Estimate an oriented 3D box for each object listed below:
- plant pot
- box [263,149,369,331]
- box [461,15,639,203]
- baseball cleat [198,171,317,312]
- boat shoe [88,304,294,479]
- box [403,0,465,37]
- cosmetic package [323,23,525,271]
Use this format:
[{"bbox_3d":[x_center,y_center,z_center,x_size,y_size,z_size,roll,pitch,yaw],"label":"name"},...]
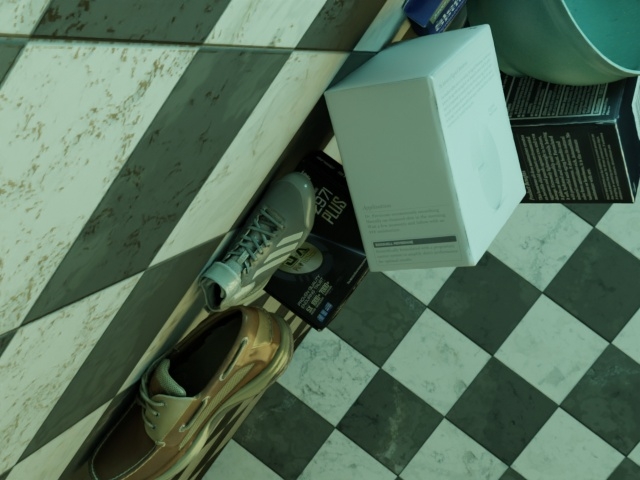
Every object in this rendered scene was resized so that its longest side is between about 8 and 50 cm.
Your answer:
[{"bbox_3d":[0.331,-0.340,1.643,0.196,0.293,0.293,-21,-159,47],"label":"plant pot"},{"bbox_3d":[0.000,0.000,1.507,0.180,0.147,0.077,-54,174,21],"label":"box"},{"bbox_3d":[0.354,-0.216,1.822,0.183,0.294,0.296,64,38,-42],"label":"box"},{"bbox_3d":[-0.075,0.013,1.371,0.109,0.072,0.206,-33,157,-54],"label":"baseball cleat"},{"bbox_3d":[-0.184,0.194,1.493,0.324,0.123,0.116,-45,141,3],"label":"boat shoe"},{"bbox_3d":[0.162,-0.317,1.453,0.136,0.036,0.225,-54,173,8],"label":"box"},{"bbox_3d":[0.129,-0.112,1.378,0.224,0.138,0.224,-44,125,-56],"label":"cosmetic package"}]
